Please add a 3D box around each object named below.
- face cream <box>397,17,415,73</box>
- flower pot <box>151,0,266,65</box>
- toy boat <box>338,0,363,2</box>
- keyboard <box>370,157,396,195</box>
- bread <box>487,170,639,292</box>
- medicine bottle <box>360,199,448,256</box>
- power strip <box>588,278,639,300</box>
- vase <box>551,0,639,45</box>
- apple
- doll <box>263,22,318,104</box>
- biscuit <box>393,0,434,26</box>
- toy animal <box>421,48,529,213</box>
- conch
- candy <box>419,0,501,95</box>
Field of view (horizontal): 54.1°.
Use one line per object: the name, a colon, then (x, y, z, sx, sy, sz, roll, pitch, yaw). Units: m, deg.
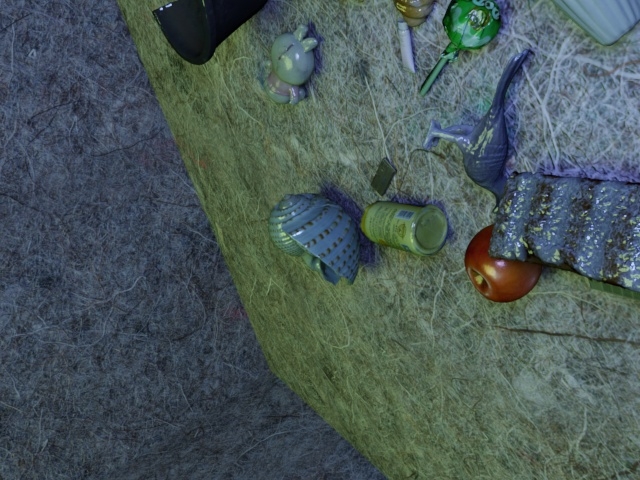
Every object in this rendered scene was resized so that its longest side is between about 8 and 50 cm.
face cream: (0.176, -0.396, 1.285, 0.038, 0.020, 0.115, 39, 154, 45)
flower pot: (-0.280, -0.668, 1.618, 0.379, 0.251, 0.379, 44, 150, 34)
toy boat: (0.073, -0.564, 1.218, 0.226, 0.068, 0.088, 96, 166, -51)
keyboard: (0.162, -0.162, 1.615, 0.049, 0.015, 0.129, 49, 156, 14)
bread: (0.451, -0.011, 0.982, 0.417, 0.113, 0.165, 18, 98, 58)
medicine bottle: (0.201, -0.036, 1.553, 0.239, 0.124, 0.124, 17, 133, 60)
power strip: (0.526, 0.074, 1.119, 0.136, 0.019, 0.050, 18, 136, 58)
vase: (0.338, -0.377, 0.835, 0.248, 0.128, 0.128, 53, 159, -6)
apple: (0.364, 0.046, 1.262, 0.163, 0.139, 0.163, 43, 161, 19)
doll: (-0.083, -0.448, 1.650, 0.154, 0.113, 0.275, 59, 159, 11)
biscuit: (0.155, -0.490, 1.164, 0.118, 0.061, 0.183, 5, 121, 62)
toy animal: (0.295, -0.190, 1.188, 0.206, 0.081, 0.366, 13, 135, 32)
conch: (0.007, -0.016, 1.878, 0.319, 0.215, 0.303, 35, 176, -28)
candy: (0.240, -0.345, 1.165, 0.097, 0.097, 0.323, 58, 167, 6)
